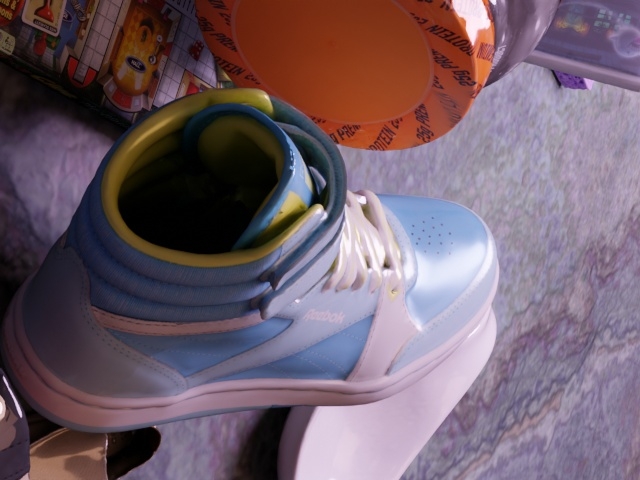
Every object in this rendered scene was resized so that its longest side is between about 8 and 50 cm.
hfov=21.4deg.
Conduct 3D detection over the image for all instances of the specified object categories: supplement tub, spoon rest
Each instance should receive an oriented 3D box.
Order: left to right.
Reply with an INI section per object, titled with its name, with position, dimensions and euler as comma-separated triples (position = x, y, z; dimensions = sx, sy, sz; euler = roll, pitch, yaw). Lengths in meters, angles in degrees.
[spoon rest]
position = 0.056, 0.108, 1.254
dimensions = 0.276, 0.084, 0.137
euler = -52, 141, -37
[supplement tub]
position = 0.067, -0.227, 0.992
dimensions = 0.338, 0.207, 0.207
euler = -63, 147, -35

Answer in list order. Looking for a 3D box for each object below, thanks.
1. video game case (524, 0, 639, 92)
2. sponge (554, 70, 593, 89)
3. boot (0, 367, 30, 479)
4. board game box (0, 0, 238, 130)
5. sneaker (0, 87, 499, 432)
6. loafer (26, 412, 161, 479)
[video game case]
position = 0.162, -0.211, 1.210
dimensions = 0.022, 0.190, 0.173
euler = 53, 53, -77
[sponge]
position = 0.245, -0.247, 1.481
dimensions = 0.210, 0.031, 0.117
euler = -66, 148, -20
[boot]
position = -0.255, 0.092, 0.686
dimensions = 0.284, 0.138, 0.377
euler = -31, 125, -53
[board game box]
position = -0.102, -0.134, 0.959
dimensions = 0.259, 0.030, 0.136
euler = 28, 75, -59
[sneaker]
position = 0.000, 0.000, 0.921
dimensions = 0.319, 0.127, 0.208
euler = -13, 153, -33
[loafer]
position = -0.145, 0.124, 0.961
dimensions = 0.148, 0.050, 0.056
euler = -33, 128, -50
